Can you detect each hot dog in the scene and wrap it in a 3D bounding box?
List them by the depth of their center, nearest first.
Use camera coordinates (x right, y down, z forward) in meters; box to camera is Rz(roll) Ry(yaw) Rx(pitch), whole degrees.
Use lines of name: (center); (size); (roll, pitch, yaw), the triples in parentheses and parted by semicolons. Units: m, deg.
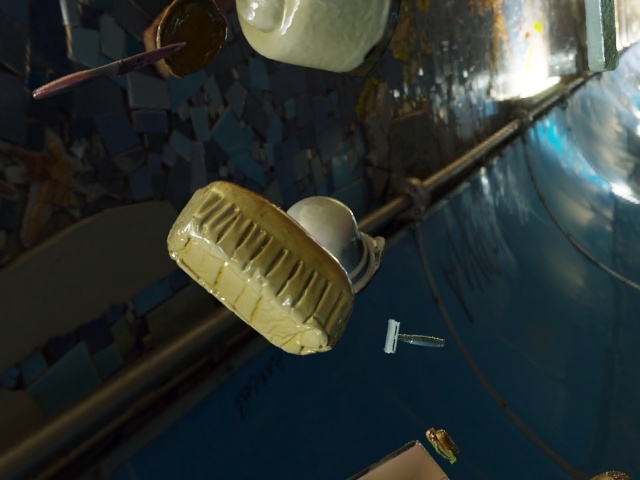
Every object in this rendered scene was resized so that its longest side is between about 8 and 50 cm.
hot dog: (0.277, 0.462, 1.497); (0.056, 0.133, 0.041); (-5, -131, 37)

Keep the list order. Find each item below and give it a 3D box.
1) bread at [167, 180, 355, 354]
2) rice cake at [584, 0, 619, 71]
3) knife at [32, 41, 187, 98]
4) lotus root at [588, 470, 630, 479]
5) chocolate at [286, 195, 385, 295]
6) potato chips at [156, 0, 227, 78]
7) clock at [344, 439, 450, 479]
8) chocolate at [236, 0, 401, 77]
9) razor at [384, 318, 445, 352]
bread: (-0.066, 0.031, 0.796); (0.106, 0.236, 0.140); (-53, -172, -32)
rice cake: (0.361, -0.311, 0.875); (0.030, 0.180, 0.042); (-17, -163, -19)
knife: (-0.322, -0.262, 1.034); (0.247, 0.018, 0.035); (-21, 164, -10)
lotus root: (0.585, 0.610, 1.473); (0.110, 0.259, 0.097); (16, -155, -30)
chocolate: (0.007, 0.000, 1.164); (0.221, 0.147, 0.221); (0, -130, 0)
potato chips: (-0.273, -0.423, 1.372); (0.049, 0.150, 0.202); (3, -128, 33)
clock: (0.067, 0.349, 0.822); (0.146, 0.192, 0.071); (-16, -133, -35)
chocolate: (-0.033, -0.503, 1.325); (0.296, 0.314, 0.326); (1, -156, -26)
razor: (0.198, 0.205, 1.380); (0.134, 0.068, 0.040); (11, 176, -25)
